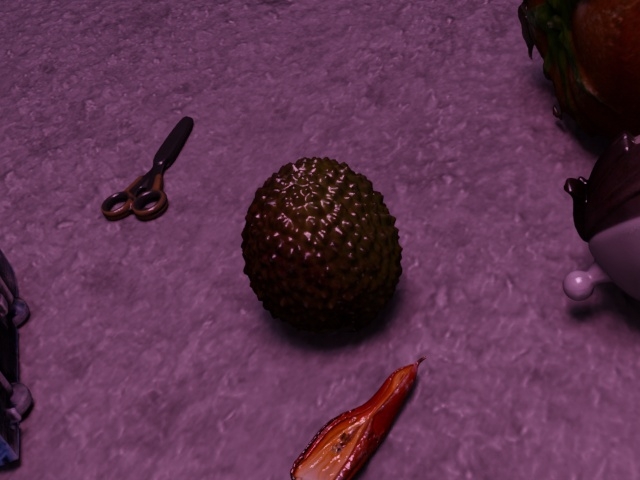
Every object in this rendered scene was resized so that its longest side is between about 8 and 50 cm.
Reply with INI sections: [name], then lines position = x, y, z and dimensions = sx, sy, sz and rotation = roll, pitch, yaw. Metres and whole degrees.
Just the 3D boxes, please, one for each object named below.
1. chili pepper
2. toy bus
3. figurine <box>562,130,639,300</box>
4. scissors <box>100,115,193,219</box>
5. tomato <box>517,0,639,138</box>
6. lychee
[chili pepper]
position = 0.033, 0.156, 0.644
dimensions = 0.045, 0.027, 0.178
rotation = 24, 53, 31
[toy bus]
position = -0.370, 0.099, 0.770
dimensions = 0.130, 0.106, 0.297
rotation = -21, 39, -5
[figurine]
position = 0.382, -0.029, 0.627
dimensions = 0.369, 0.281, 0.167
rotation = -7, 81, 21
[scissors]
position = -0.211, -0.101, 1.023
dimensions = 0.088, 0.017, 0.220
rotation = -2, 41, 19
[tomato]
position = 0.360, -0.261, 0.835
dimensions = 0.238, 0.304, 0.304
rotation = -15, 40, 1
[lychee]
position = 0.000, 0.000, 0.731
dimensions = 0.171, 0.171, 0.171
rotation = -8, 40, 7
